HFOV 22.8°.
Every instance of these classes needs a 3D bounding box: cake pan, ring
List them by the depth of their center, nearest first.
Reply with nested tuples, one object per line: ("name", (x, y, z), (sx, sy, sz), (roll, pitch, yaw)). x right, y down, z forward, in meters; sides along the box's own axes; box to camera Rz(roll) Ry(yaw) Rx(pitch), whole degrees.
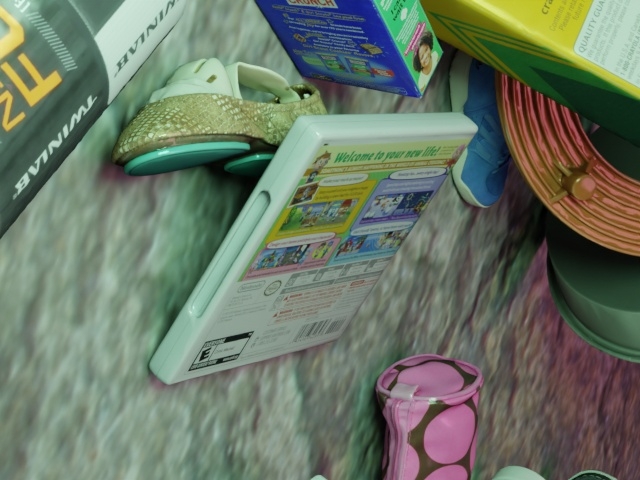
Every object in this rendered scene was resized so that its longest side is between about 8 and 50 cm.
("ring", (0.295, -0.142, 1.219), (0.336, 0.032, 0.336), (-6, 111, -16))
("cake pan", (0.324, -0.028, 1.394), (0.054, 0.293, 0.293), (48, 61, -41))

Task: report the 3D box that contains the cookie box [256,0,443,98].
("cookie box", (0.016, -0.140, 0.993), (0.040, 0.092, 0.107), (-66, 150, -20))

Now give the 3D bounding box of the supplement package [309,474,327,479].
("supplement package", (0.004, 0.308, 1.042), (0.194, 0.149, 0.203), (-38, 127, -18))

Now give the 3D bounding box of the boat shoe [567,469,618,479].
("boat shoe", (0.229, 0.370, 1.592), (0.302, 0.114, 0.091), (-70, 157, -9))

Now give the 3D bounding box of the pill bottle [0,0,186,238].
("pill bottle", (-0.170, -0.058, 0.668), (0.246, 0.130, 0.130), (-56, 146, -29))

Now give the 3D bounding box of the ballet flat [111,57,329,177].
("ballet flat", (-0.059, -0.073, 0.940), (0.206, 0.073, 0.067), (-1, 79, -63))

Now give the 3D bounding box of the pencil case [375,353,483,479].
("pencil case", (0.075, 0.198, 1.268), (0.098, 0.095, 0.209), (-10, 111, -42))

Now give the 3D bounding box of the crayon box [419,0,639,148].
("crayon box", (0.156, -0.216, 1.072), (0.203, 0.323, 0.083), (-66, -169, -15))

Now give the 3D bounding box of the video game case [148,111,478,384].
("video game case", (0.000, 0.000, 1.029), (0.212, 0.023, 0.193), (-8, 136, -58))

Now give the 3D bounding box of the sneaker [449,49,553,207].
("sneaker", (0.152, -0.082, 1.263), (0.058, 0.084, 0.152), (-45, 140, -41))

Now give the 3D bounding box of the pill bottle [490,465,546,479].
("pill bottle", (0.147, 0.279, 1.423), (0.169, 0.094, 0.094), (-43, 139, -42))
